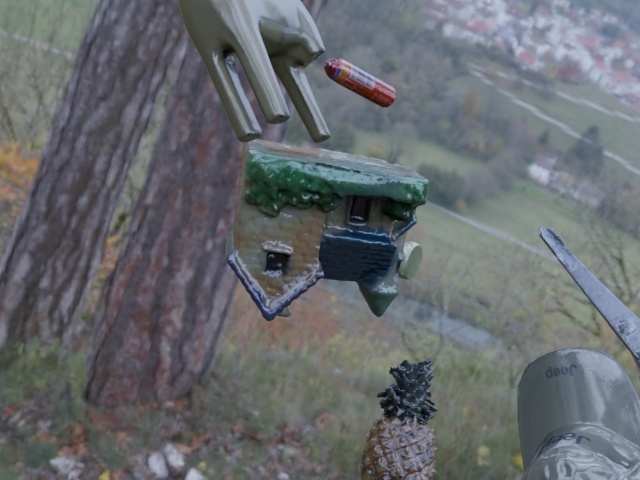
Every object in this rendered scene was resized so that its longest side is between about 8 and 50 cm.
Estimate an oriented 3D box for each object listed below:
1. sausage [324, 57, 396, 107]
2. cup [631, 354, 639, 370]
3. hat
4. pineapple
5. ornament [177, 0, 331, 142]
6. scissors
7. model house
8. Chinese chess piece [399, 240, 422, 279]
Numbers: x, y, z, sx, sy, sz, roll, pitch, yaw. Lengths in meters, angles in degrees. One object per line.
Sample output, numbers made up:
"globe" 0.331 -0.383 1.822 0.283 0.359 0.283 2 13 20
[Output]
"sausage" 0.050 -0.218 1.296 0.129 0.034 0.034 19 21 -43
"cup" 0.629 0.206 1.733 0.133 0.099 0.136 62 32 -8
"hat" 0.353 0.286 1.379 0.149 0.214 0.245 0 69 -56
"pineapple" 0.166 0.367 1.899 0.157 0.279 0.158 8 -11 1
"ornament" -0.052 -0.208 0.895 0.230 0.061 0.245 -7 72 -63
"scissors" 0.361 0.118 1.047 0.191 0.029 0.360 -32 71 -15
"model house" 0.000 0.000 1.550 0.312 0.280 0.245 8 11 -11
"Chinese chess piece" 0.187 0.042 2.034 0.034 0.084 0.084 19 21 29
